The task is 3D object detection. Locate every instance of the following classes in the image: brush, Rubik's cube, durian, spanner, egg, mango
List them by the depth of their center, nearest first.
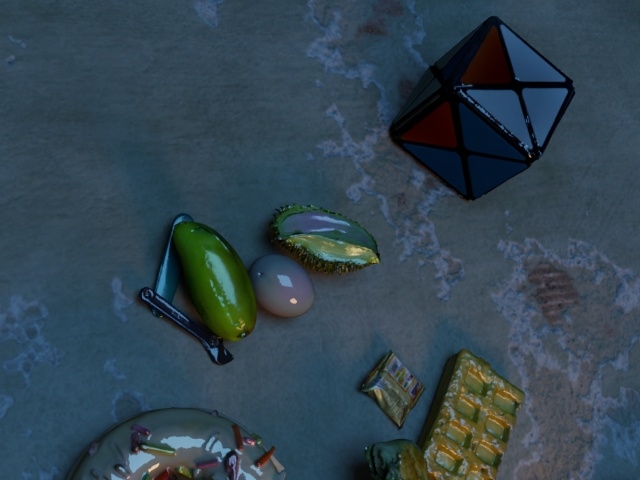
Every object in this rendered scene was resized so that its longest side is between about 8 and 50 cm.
[{"bbox_3d":[-0.234,0.151,1.877,0.208,0.012,0.046,39,61,-17],"label":"spanner"},{"bbox_3d":[-0.185,0.066,1.878,0.111,0.125,0.232,-29,87,-27],"label":"mango"},{"bbox_3d":[-0.266,0.044,1.902,0.043,0.032,0.193,21,75,-26],"label":"brush"},{"bbox_3d":[-0.071,0.083,1.947,0.135,0.103,0.103,40,57,-12],"label":"egg"},{"bbox_3d":[-0.004,0.005,2.024,0.221,0.095,0.137,17,29,-21],"label":"durian"},{"bbox_3d":[0.334,-0.271,2.222,0.248,0.246,0.250,40,57,-11],"label":"Rubik's cube"}]

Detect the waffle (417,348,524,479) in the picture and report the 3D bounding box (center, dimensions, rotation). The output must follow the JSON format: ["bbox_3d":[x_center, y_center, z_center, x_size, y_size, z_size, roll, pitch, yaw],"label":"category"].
[{"bbox_3d":[0.284,0.361,2.069,0.168,0.057,0.274,34,59,-13],"label":"waffle"}]

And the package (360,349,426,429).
[{"bbox_3d":[0.140,0.280,2.036,0.120,0.031,0.108,47,57,-12],"label":"package"}]

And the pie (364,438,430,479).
[{"bbox_3d":[0.147,0.521,1.837,0.296,0.078,0.371,57,28,-35],"label":"pie"}]

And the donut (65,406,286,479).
[{"bbox_3d":[-0.219,0.436,1.661,0.383,0.142,0.382,4,69,-10],"label":"donut"}]
